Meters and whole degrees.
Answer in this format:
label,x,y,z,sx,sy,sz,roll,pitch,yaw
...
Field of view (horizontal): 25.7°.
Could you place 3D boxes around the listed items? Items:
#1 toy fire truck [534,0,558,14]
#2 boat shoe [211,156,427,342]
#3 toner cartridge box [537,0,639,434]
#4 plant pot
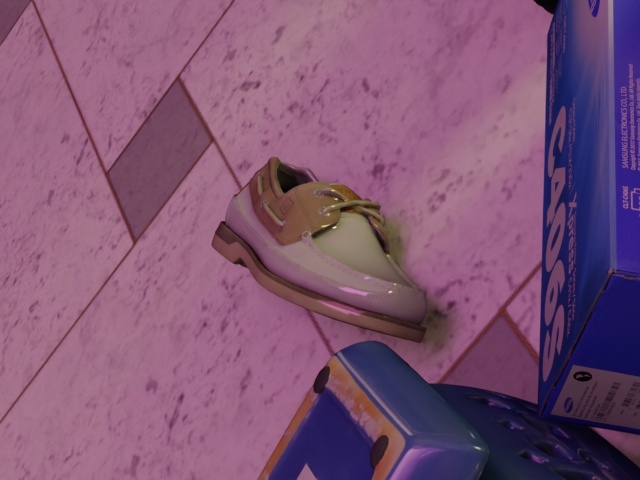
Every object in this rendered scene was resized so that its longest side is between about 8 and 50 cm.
label,x,y,z,sx,sy,sz,roll,pitch,yaw
toy fire truck,0.140,-0.337,1.128,0.158,0.246,0.217,-46,39,23
boat shoe,0.000,0.000,1.204,0.302,0.113,0.103,28,97,55
toner cartridge box,0.200,-0.065,0.921,0.165,0.075,0.347,104,176,-52
plant pot,0.071,0.206,0.855,0.236,0.212,0.236,-59,19,4
